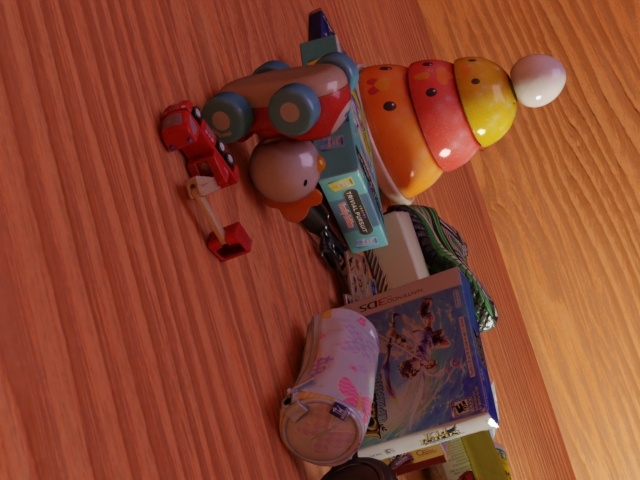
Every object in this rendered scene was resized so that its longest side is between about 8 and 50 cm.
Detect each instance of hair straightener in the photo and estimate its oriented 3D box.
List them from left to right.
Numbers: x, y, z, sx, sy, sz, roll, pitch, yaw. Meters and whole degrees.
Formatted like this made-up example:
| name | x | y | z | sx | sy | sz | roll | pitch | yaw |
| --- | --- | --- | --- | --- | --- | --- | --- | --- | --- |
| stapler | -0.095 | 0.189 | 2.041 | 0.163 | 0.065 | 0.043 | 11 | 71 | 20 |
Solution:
| name | x | y | z | sx | sy | sz | roll | pitch | yaw |
| --- | --- | --- | --- | --- | --- | --- | --- | --- | --- |
| hair straightener | 0.000 | 0.000 | 1.803 | 0.230 | 0.047 | 0.089 | 61 | 26 | -42 |

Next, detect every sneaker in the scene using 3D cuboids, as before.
| name | x | y | z | sx | sy | sz | roll | pitch | yaw |
| --- | --- | --- | --- | --- | --- | --- | --- | --- | --- |
| sneaker | 0.279 | 0.046 | 2.211 | 0.146 | 0.134 | 0.344 | -11 | 57 | -37 |

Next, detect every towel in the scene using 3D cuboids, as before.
| name | x | y | z | sx | sy | sz | roll | pitch | yaw |
| --- | --- | --- | --- | --- | --- | --- | --- | --- | --- |
| towel | 0.301 | 0.409 | 1.836 | 0.102 | 0.021 | 0.237 | 32 | 27 | -36 |

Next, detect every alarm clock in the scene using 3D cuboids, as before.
| name | x | y | z | sx | sy | sz | roll | pitch | yaw |
| --- | --- | --- | --- | --- | --- | --- | --- | --- | --- |
| alarm clock | 0.046 | 0.367 | 1.380 | 0.064 | 0.129 | 0.192 | 57 | 28 | -35 |

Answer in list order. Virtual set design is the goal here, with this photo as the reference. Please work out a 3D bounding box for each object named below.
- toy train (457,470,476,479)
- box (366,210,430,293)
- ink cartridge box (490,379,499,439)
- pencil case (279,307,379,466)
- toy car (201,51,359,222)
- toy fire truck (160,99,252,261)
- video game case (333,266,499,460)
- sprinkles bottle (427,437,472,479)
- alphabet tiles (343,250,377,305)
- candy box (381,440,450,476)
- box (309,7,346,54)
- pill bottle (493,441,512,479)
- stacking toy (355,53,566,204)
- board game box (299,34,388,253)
| name | x | y | z | sx | sy | sz | roll | pitch | yaw |
| --- | --- | --- | --- | --- | --- | --- | --- | --- | --- |
| toy train | 0.239 | 0.527 | 1.781 | 0.105 | 0.143 | 0.248 | 41 | 31 | -14 |
| box | 0.171 | 0.082 | 2.123 | 0.275 | 0.094 | 0.113 | 72 | 17 | 6 |
| ink cartridge box | 0.373 | 0.398 | 2.416 | 0.181 | 0.061 | 0.104 | -25 | 107 | -72 |
| pencil case | 0.016 | 0.205 | 1.494 | 0.124 | 0.113 | 0.273 | 29 | 26 | -4 |
| toy car | -0.039 | -0.143 | 1.595 | 0.219 | 0.210 | 0.238 | -51 | 132 | -58 |
| toy fire truck | -0.155 | -0.080 | 1.396 | 0.192 | 0.047 | 0.135 | 56 | 23 | -36 |
| video game case | 0.135 | 0.198 | 1.637 | 0.061 | 0.244 | 0.270 | 49 | 27 | -46 |
| sprinkles bottle | 0.253 | 0.406 | 1.969 | 0.356 | 0.121 | 0.121 | 71 | 17 | 3 |
| alphabet tiles | 0.079 | 0.140 | 1.865 | 0.198 | 0.009 | 0.237 | 16 | 64 | -69 |
| candy box | 0.173 | 0.336 | 1.826 | 0.053 | 0.109 | 0.187 | 64 | 19 | -16 |
| box | 0.018 | -0.400 | 2.288 | 0.136 | 0.036 | 0.225 | 56 | 23 | -37 |
| pill bottle | 0.337 | 0.525 | 2.100 | 0.117 | 0.117 | 0.208 | 48 | 28 | -50 |
| stacking toy | 0.322 | -0.312 | 2.364 | 0.351 | 0.479 | 0.351 | 57 | 21 | -36 |
| board game box | 0.046 | -0.185 | 1.994 | 0.254 | 0.079 | 0.336 | 63 | 16 | -55 |
